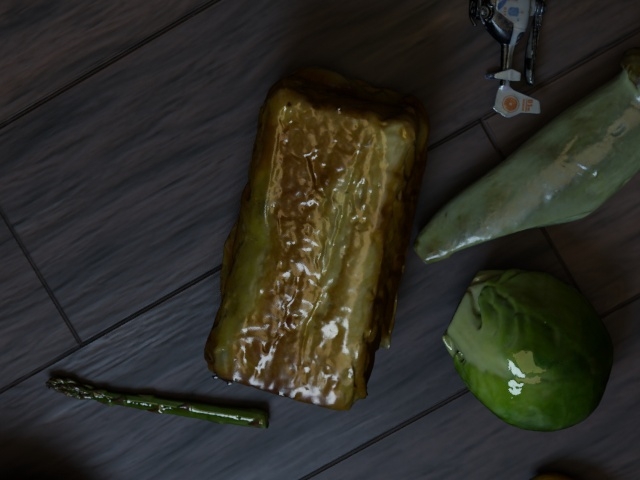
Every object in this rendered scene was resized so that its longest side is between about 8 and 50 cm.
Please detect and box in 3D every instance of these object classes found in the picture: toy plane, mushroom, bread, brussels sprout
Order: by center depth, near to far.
[{"bbox_3d":[-0.002,-0.001,1.789,0.195,0.149,0.344,16,100,12],"label":"bread"},{"bbox_3d":[0.196,-0.227,1.794,0.078,0.053,0.197,1,94,-6],"label":"toy plane"},{"bbox_3d":[0.218,0.114,1.794,0.181,0.144,0.161,19,83,-2],"label":"brussels sprout"},{"bbox_3d":[0.249,-0.069,1.799,0.333,0.087,0.107,-41,90,11],"label":"mushroom"}]

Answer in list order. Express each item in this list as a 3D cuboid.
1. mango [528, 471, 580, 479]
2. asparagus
[{"bbox_3d":[0.275,0.300,1.860,0.077,0.063,0.127,-41,95,15],"label":"mango"},{"bbox_3d":[-0.178,0.178,1.883,0.249,0.024,0.025,9,92,3],"label":"asparagus"}]
